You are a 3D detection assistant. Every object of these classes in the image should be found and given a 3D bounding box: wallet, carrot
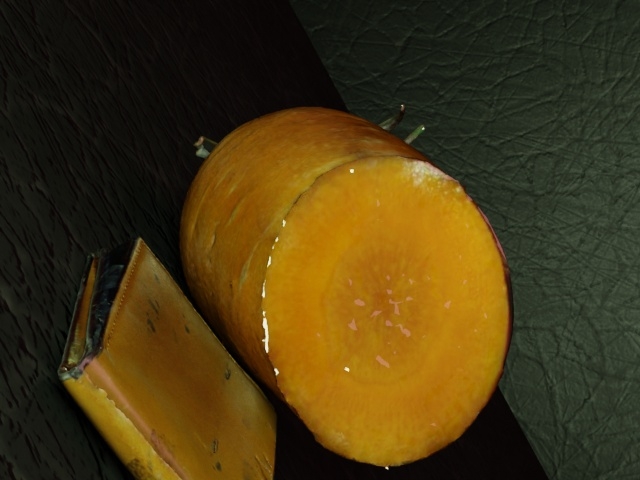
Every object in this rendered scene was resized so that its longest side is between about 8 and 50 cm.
[{"bbox_3d":[-0.087,0.093,0.774,0.161,0.042,0.195,54,12,-19],"label":"wallet"},{"bbox_3d":[0.000,0.000,0.959,0.193,0.214,0.331,9,10,-22],"label":"carrot"}]
